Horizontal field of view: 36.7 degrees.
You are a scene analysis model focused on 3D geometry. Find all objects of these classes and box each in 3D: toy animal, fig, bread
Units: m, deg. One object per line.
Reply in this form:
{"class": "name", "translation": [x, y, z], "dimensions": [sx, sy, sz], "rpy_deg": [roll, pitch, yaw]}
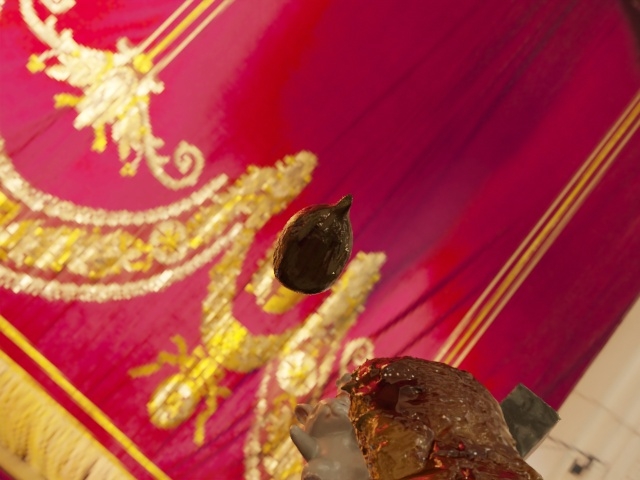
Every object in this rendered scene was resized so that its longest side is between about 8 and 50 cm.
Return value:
{"class": "toy animal", "translation": [0.020, 0.325, 1.614], "dimensions": [0.138, 0.141, 0.282], "rpy_deg": [85, -2, -49]}
{"class": "fig", "translation": [0.000, 0.000, 1.289], "dimensions": [0.103, 0.154, 0.109], "rpy_deg": [15, 40, -33]}
{"class": "bread", "translation": [0.092, 0.169, 0.702], "dimensions": [0.139, 0.077, 0.271], "rpy_deg": [13, 17, -11]}

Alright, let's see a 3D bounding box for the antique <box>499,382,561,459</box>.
{"class": "antique", "translation": [0.286, 0.323, 1.528], "dimensions": [0.088, 0.183, 0.086], "rpy_deg": [41, -38, 20]}
